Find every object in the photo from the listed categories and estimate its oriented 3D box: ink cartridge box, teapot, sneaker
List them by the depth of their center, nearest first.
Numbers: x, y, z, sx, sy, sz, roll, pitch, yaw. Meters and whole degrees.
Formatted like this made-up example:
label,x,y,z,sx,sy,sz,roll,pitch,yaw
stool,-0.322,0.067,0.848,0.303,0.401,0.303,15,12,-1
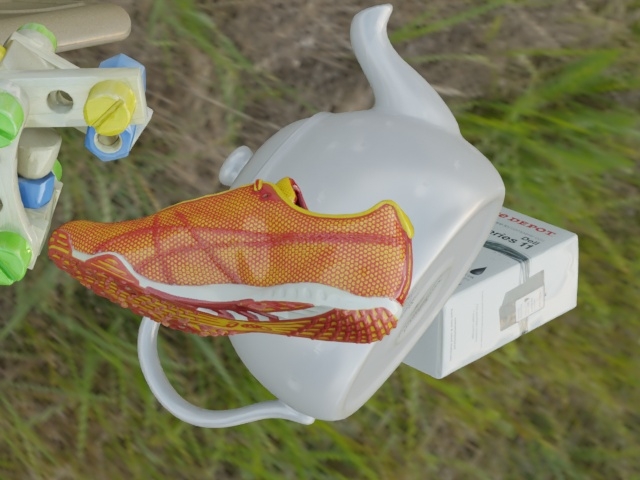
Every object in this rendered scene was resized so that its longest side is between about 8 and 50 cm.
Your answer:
label,x,y,z,sx,sy,sz,roll,pitch,yaw
sneaker,-0.038,0.005,0.816,0.064,0.175,0.067,53,46,-59
teapot,0.000,0.000,1.374,0.256,0.187,0.252,-47,166,-36
ink cartridge box,0.131,0.039,1.804,0.208,0.153,0.086,-23,124,-41

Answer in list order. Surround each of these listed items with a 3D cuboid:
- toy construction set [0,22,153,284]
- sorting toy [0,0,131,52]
label,x,y,z,sx,sy,sz,roll,pitch,yaw
toy construction set,-0.278,-0.086,1.168,0.328,0.151,0.215,28,125,5
sorting toy,-0.314,-0.146,1.319,0.307,0.229,0.041,-21,119,-55
